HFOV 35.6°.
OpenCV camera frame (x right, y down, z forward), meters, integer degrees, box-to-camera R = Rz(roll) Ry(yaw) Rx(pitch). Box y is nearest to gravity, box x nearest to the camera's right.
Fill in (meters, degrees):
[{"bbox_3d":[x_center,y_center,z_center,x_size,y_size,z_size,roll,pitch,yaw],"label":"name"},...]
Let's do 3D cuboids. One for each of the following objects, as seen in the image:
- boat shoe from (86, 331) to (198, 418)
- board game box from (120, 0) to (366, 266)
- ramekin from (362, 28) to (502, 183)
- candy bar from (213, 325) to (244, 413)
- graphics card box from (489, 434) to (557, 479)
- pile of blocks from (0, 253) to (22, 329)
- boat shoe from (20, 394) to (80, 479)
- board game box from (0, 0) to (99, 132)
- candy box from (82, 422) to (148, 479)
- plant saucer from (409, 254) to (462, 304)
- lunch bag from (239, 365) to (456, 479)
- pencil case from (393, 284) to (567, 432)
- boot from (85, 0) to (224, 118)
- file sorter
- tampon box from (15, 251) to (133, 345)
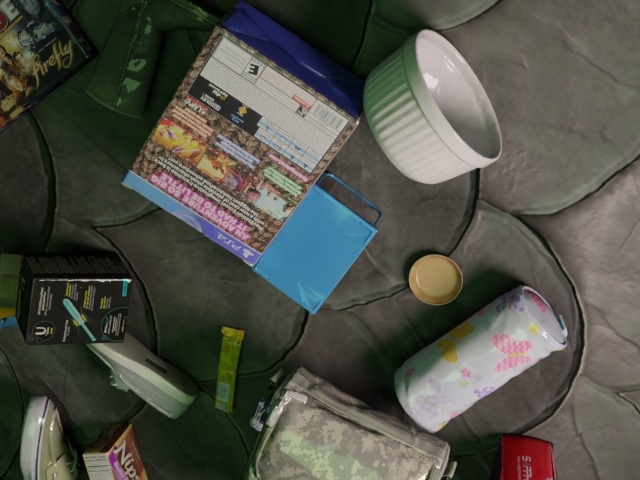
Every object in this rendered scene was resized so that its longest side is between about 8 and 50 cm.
[{"bbox_3d":[-0.318,0.225,1.691,0.227,0.079,0.081,35,108,-3],"label":"boat shoe"},{"bbox_3d":[-0.108,-0.154,1.446,0.232,0.141,0.291,33,119,-9],"label":"board game box"},{"bbox_3d":[0.149,-0.177,1.381,0.109,0.207,0.207,-29,99,29],"label":"ramekin"},{"bbox_3d":[-0.156,0.221,1.684,0.040,0.018,0.162,13,111,13],"label":"candy bar"},{"bbox_3d":[0.284,0.521,1.562,0.094,0.233,0.371,12,111,5],"label":"graphics card box"},{"bbox_3d":[-0.625,0.097,1.726,0.362,0.149,0.113,-10,62,7],"label":"pile of blocks"},{"bbox_3d":[-0.479,0.406,1.792,0.094,0.109,0.302,4,119,-4],"label":"boat shoe"},{"bbox_3d":[-0.492,-0.292,1.580,0.243,0.042,0.165,-33,98,21],"label":"board game box"},{"bbox_3d":[-0.350,0.429,1.752,0.053,0.109,0.187,-7,106,15],"label":"candy box"},{"bbox_3d":[0.180,0.059,1.548,0.083,0.015,0.084,4,109,13],"label":"plant saucer"},{"bbox_3d":[0.032,0.349,1.551,0.305,0.213,0.256,26,127,6],"label":"lunch bag"},{"bbox_3d":[0.241,0.184,1.524,0.273,0.113,0.124,-40,115,23],"label":"pencil case"},{"bbox_3d":[-0.253,-0.282,1.509,0.189,0.076,0.209,28,106,19],"label":"boot"},{"bbox_3d":[0.000,0.000,1.525,0.118,0.104,0.170,36,112,0],"label":"file sorter"},{"bbox_3d":[-0.401,0.092,1.614,0.161,0.101,0.121,1,113,-29],"label":"tampon box"}]
